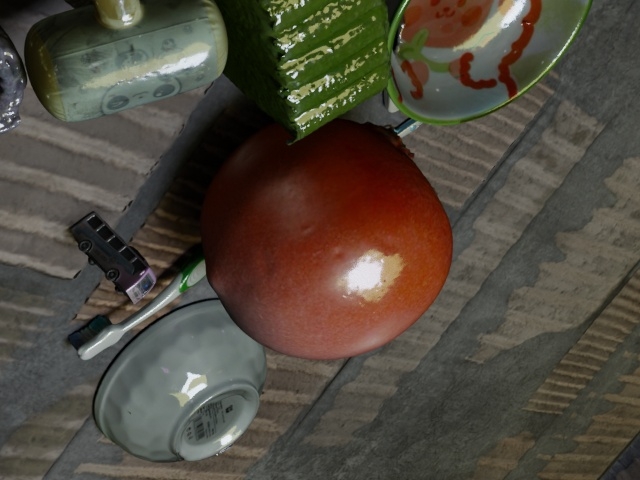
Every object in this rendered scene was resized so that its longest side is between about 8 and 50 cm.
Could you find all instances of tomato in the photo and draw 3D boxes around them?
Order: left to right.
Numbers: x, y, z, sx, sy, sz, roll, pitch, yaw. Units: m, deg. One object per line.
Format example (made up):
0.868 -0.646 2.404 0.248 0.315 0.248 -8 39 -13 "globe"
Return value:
0.000 0.000 1.874 0.321 0.321 0.321 -29 145 -22 "tomato"

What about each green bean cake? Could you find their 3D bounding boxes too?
-0.050 -0.266 1.569 0.156 0.250 0.247 -34 146 -14 "green bean cake"

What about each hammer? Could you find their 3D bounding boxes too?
-0.200 -0.254 1.414 0.202 0.113 0.305 -19 139 -12 "hammer"

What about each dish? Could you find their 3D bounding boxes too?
-0.178 0.227 2.130 0.303 0.120 0.303 -28 144 -23 "dish"
0.189 -0.312 1.910 0.324 0.124 0.324 -22 140 -20 "dish"

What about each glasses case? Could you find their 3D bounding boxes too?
0.102 -0.208 2.021 0.032 0.021 0.083 -28 145 -20 "glasses case"

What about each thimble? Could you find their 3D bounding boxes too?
-0.372 -0.159 1.485 0.150 0.098 0.150 -28 144 -22 "thimble"

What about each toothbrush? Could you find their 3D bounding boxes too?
-0.155 0.030 1.998 0.418 0.040 0.042 -35 145 -14 "toothbrush"

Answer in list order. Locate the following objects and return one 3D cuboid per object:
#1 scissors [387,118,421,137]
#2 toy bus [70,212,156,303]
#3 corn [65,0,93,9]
0.125 -0.161 2.108 0.119 0.014 0.058 -33 151 -10 "scissors"
-0.250 0.020 1.797 0.052 0.130 0.037 -40 146 -13 "toy bus"
-0.257 -0.284 1.491 0.087 0.087 0.211 -51 141 12 "corn"
